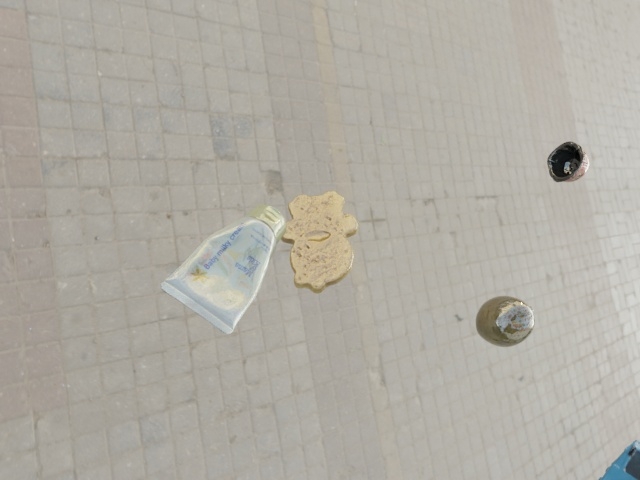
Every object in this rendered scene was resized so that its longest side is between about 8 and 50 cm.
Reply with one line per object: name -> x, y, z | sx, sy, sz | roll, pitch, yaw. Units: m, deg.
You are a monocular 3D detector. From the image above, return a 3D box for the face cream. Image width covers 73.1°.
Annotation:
face cream -> -0.126, 0.030, 0.651 | 0.114, 0.070, 0.224 | 35, 40, -2

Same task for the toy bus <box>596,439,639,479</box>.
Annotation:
toy bus -> 0.446, 0.329, 0.512 | 0.090, 0.184, 0.106 | 26, 94, -38

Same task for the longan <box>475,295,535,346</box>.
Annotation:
longan -> 0.359, 0.152, 0.830 | 0.119, 0.106, 0.106 | -18, 91, -22

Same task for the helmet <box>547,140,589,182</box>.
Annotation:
helmet -> 0.437, -0.127, 0.749 | 0.049, 0.065, 0.084 | 25, 48, -21

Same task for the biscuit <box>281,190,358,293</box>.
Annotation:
biscuit -> 0.000, 0.000, 0.878 | 0.165, 0.036, 0.226 | -8, 60, -2
